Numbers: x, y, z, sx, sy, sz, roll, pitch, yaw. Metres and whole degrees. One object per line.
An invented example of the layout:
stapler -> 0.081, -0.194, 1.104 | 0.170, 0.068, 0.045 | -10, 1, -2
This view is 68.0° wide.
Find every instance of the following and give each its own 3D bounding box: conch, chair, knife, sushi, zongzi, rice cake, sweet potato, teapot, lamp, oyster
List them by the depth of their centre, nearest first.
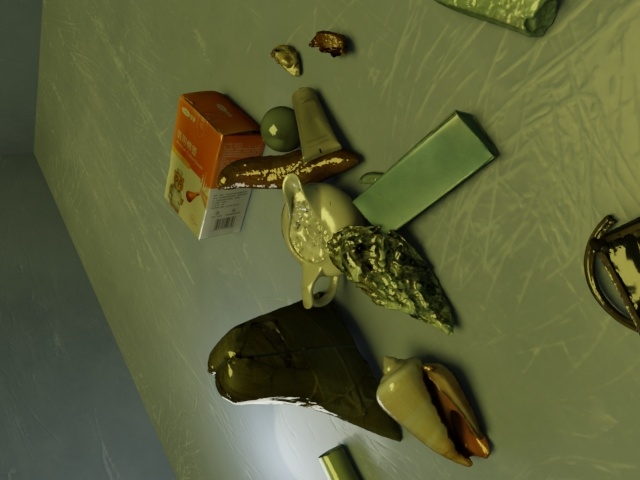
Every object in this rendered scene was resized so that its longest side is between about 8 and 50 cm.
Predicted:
chair -> 0.418, 0.041, 0.545 | 0.167, 0.272, 0.188 | -27, 81, 19
rice cake -> 0.254, -0.360, 0.706 | 0.206, 0.069, 0.063 | 39, 126, 31
oyster -> 0.129, 0.076, 0.925 | 0.200, 0.087, 0.251 | -18, 100, 24
knife -> 0.151, -0.118, 0.930 | 0.210, 0.015, 0.028 | 12, 115, 46
conch -> 0.215, 0.320, 0.936 | 0.158, 0.127, 0.255 | -38, 95, 17
sushi -> 0.023, -0.396, 0.961 | 0.099, 0.051, 0.047 | 33, 119, 45
zongzi -> -0.023, 0.318, 1.003 | 0.174, 0.356, 0.392 | -46, 69, 34
teapot -> 0.000, 0.000, 1.025 | 0.209, 0.166, 0.299 | 2, 102, 31
sweet potato -> -0.064, -0.156, 1.073 | 0.342, 0.114, 0.092 | -4, 95, 21
lamp -> -0.086, -0.254, 1.085 | 0.105, 0.105, 0.105 | 17, 114, 44
oyster -> -0.073, -0.413, 1.088 | 0.083, 0.038, 0.081 | 55, 153, -16

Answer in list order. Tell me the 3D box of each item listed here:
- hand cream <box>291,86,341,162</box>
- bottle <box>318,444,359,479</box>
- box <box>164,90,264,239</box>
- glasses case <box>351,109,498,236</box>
hand cream -> -0.019, -0.255, 1.018 | 0.087, 0.054, 0.186 | -19, 66, 8
bottle -> 0.070, 0.629, 1.202 | 0.072, 0.072, 0.201 | -45, 68, 45
box -> -0.298, -0.205, 1.308 | 0.225, 0.144, 0.341 | 45, 130, 29
glasses case -> 0.183, -0.113, 0.858 | 0.105, 0.056, 0.266 | 49, 130, 0
